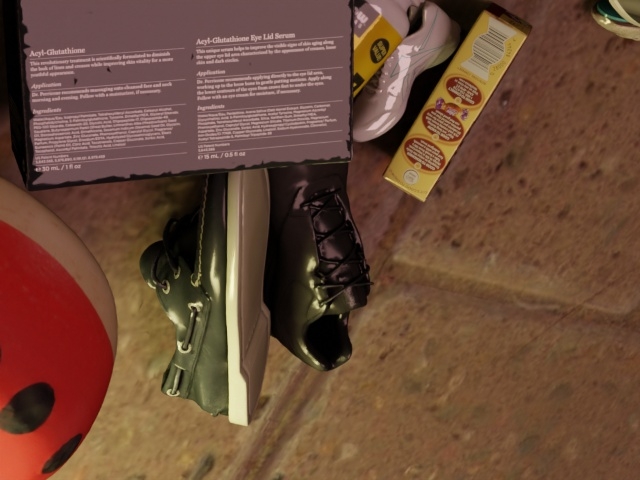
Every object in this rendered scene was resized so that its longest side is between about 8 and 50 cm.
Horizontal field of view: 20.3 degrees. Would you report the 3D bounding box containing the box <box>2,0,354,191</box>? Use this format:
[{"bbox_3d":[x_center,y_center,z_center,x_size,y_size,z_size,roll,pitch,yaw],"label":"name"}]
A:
[{"bbox_3d":[-0.110,-0.151,1.387,0.261,0.103,0.184,-6,116,-15],"label":"box"}]

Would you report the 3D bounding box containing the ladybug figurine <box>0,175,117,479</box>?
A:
[{"bbox_3d":[-0.321,0.084,1.376,0.305,0.162,0.449,-27,143,17],"label":"ladybug figurine"}]

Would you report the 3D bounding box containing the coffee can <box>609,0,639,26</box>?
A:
[{"bbox_3d":[0.428,-0.274,1.683,0.201,0.275,0.201,-14,113,-35],"label":"coffee can"}]

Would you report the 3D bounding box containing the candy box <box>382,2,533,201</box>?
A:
[{"bbox_3d":[0.132,-0.134,1.706,0.186,0.053,0.109,-60,177,14],"label":"candy box"}]

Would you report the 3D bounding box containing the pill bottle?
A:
[{"bbox_3d":[0.000,-0.180,1.537,0.208,0.119,0.119,-50,141,3],"label":"pill bottle"}]

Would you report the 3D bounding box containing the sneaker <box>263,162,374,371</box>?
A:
[{"bbox_3d":[0.000,0.000,1.680,0.109,0.130,0.286,-23,134,-24],"label":"sneaker"}]

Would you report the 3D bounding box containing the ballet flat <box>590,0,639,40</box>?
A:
[{"bbox_3d":[0.344,-0.232,1.855,0.168,0.057,0.052,-16,143,-32],"label":"ballet flat"}]

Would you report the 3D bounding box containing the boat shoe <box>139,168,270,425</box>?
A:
[{"bbox_3d":[-0.109,0.036,1.631,0.340,0.113,0.127,90,13,-50],"label":"boat shoe"}]

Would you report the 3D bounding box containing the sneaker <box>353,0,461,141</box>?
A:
[{"bbox_3d":[0.065,-0.161,1.670,0.152,0.054,0.061,-53,136,-5],"label":"sneaker"}]
